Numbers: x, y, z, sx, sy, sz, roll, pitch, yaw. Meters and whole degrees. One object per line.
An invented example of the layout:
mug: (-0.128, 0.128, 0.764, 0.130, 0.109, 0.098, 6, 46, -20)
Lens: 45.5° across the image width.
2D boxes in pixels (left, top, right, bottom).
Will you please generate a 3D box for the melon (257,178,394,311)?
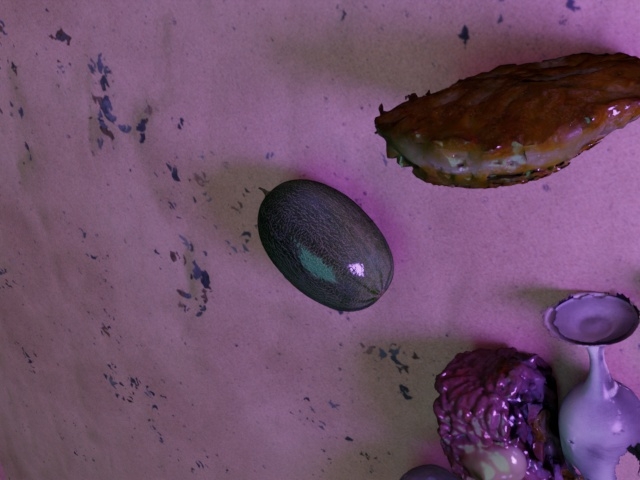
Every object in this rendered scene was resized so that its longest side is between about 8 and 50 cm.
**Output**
melon: (0.000, 0.000, 1.331, 0.287, 0.182, 0.182, 45, 136, 7)

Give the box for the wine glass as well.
wine glass: (0.433, 0.240, 1.192, 0.143, 0.143, 0.321, 4, 123, 36)

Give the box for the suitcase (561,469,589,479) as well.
suitcase: (0.429, 0.518, 1.339, 0.235, 0.194, 0.143, 47, 129, -5)

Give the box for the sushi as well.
sushi: (0.308, 0.319, 1.279, 0.171, 0.236, 0.270, -10, 109, 32)

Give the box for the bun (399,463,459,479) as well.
bun: (0.246, 0.600, 1.480, 0.354, 0.194, 0.354, 48, 162, 21)

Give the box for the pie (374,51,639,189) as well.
pie: (0.246, -0.157, 0.953, 0.355, 0.288, 0.103, 1, 118, 37)
